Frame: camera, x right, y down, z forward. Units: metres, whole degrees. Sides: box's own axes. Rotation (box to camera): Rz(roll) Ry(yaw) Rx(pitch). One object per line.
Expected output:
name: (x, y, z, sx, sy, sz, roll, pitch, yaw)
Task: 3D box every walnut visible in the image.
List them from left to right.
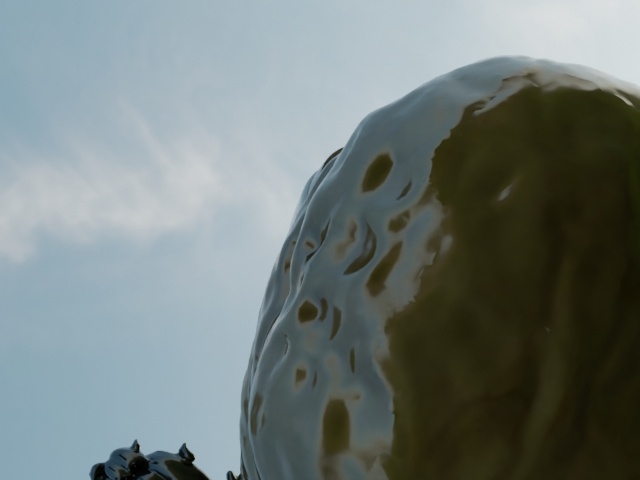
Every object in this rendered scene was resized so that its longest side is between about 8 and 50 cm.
walnut: (0.112, 0.082, 0.614, 0.308, 0.354, 0.397, 17, -109, -8)

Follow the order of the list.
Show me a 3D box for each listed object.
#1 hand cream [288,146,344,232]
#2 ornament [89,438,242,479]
hand cream: (0.000, 0.000, 0.929, 0.083, 0.248, 0.133, 18, -113, -12)
ornament: (-0.164, 0.329, 1.097, 0.251, 0.260, 0.106, 40, -147, 18)
